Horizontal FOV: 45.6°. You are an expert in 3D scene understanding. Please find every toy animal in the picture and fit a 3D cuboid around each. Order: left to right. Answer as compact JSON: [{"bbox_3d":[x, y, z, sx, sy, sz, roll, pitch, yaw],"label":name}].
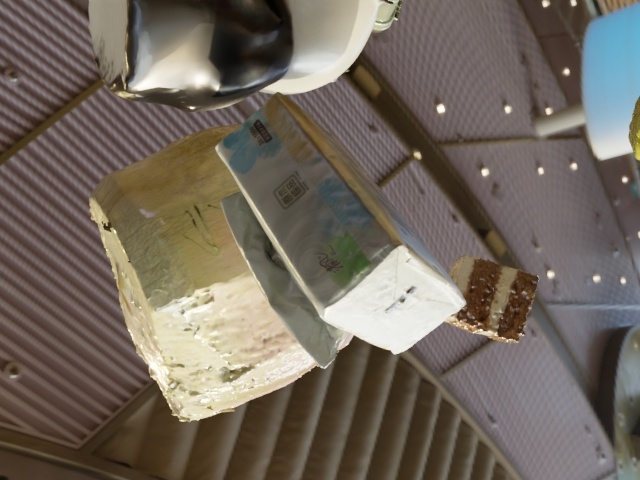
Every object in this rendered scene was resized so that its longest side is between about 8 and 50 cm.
[{"bbox_3d":[-0.085,-0.259,0.838,0.310,0.251,0.250,-7,-96,-27],"label":"toy animal"}]

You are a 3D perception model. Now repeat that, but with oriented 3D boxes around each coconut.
[{"bbox_3d":[-0.107,0.022,1.083,0.405,0.405,0.404,20,-116,-47],"label":"coconut"}]

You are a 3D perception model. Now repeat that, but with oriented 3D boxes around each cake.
[{"bbox_3d":[0.300,0.105,1.387,0.147,0.134,0.135,21,-97,0],"label":"cake"}]

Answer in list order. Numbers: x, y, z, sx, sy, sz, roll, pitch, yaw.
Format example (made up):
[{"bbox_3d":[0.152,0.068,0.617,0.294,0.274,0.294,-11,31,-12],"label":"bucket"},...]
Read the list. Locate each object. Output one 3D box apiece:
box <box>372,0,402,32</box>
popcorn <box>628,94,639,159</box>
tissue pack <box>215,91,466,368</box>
[{"bbox_3d":[0.089,-0.486,1.334,0.148,0.129,0.210,16,-102,-8],"label":"box"},{"bbox_3d":[0.615,-0.182,1.113,0.247,0.282,0.282,-95,-18,-78],"label":"popcorn"},{"bbox_3d":[0.000,0.000,0.727,0.159,0.145,0.229,35,-163,-53],"label":"tissue pack"}]
